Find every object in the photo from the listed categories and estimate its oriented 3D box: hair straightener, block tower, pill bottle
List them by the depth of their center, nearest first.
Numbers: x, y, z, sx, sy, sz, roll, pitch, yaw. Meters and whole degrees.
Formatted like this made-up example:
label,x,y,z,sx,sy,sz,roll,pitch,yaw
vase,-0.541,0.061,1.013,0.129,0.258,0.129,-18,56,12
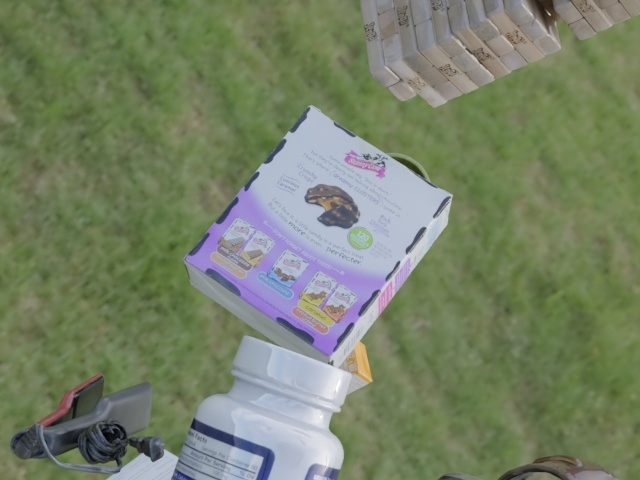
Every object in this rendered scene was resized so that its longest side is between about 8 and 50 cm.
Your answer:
label,x,y,z,sx,sy,sz,roll,pitch,yaw
pill bottle,-0.047,0.168,1.135,0.112,0.112,0.186,24,84,-38
hair straightener,-0.156,0.132,1.162,0.230,0.089,0.047,6,92,-82
block tower,0.202,-0.230,1.408,0.091,0.335,0.097,35,41,-50

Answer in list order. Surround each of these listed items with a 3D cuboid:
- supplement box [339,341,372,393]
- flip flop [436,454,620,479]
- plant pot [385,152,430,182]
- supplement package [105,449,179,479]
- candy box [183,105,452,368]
label,x,y,z,sx,sy,sz,roll,pitch,yaw
supplement box,0.016,0.179,2.163,0.036,0.098,0.062,37,31,-45
flip flop,0.132,0.155,0.842,0.112,0.080,0.277,45,4,23
plant pot,0.073,-0.047,1.689,0.083,0.083,0.079,57,-1,3
supplement package,-0.127,0.342,1.662,0.134,0.244,0.139,-35,133,-36
candy box,0.000,0.000,1.483,0.165,0.070,0.196,34,71,14
